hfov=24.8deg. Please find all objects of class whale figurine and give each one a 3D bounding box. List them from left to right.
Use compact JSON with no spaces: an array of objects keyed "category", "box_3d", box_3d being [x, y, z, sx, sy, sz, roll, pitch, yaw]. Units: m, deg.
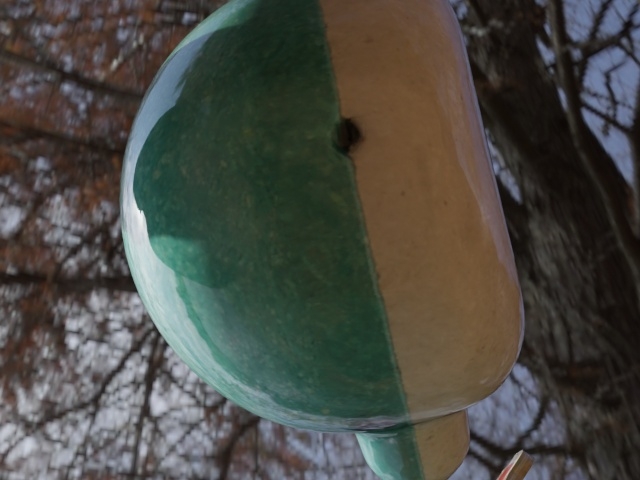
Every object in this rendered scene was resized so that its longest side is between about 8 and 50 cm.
[{"category":"whale figurine","box_3d":[0.000,0.000,0.600,0.141,0.272,0.216,-12,-102,1]}]

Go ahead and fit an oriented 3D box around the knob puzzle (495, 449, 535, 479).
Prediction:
[{"category":"knob puzzle","box_3d":[0.071,0.198,0.895,0.030,0.213,0.213,33,-65,9]}]
